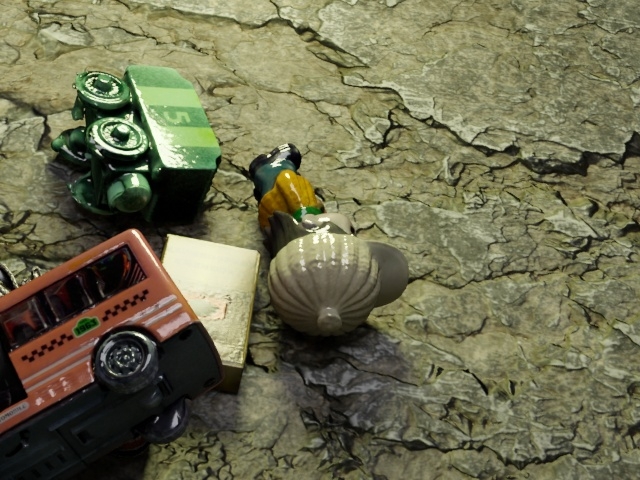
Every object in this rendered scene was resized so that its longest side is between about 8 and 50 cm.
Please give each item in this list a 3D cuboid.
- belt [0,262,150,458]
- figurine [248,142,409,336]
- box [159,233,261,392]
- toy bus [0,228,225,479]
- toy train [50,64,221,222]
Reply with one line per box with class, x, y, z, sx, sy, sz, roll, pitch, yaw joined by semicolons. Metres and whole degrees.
belt;-0.363;0.165;1.647;0.359;0.094;0.126;38;54;24
figurine;-0.029;0.008;1.840;0.204;0.185;0.332;-33;52;-19
box;-0.179;0.105;1.771;0.159;0.071;0.240;13;44;-5
toy bus;-0.349;0.179;1.470;0.426;0.203;0.233;-29;60;-10
toy train;-0.298;-0.156;1.943;0.238;0.167;0.299;0;47;-28
